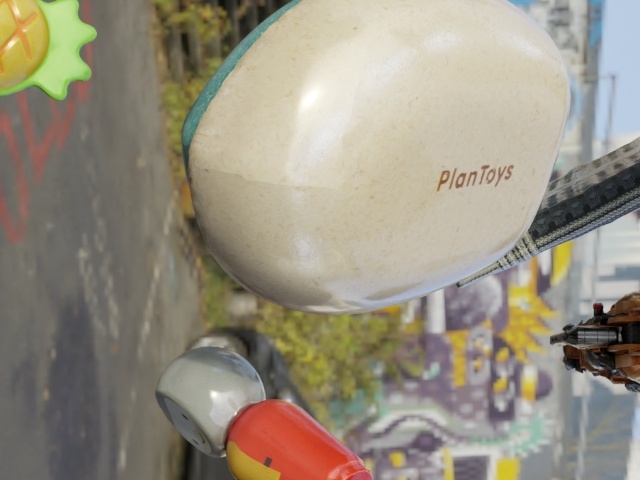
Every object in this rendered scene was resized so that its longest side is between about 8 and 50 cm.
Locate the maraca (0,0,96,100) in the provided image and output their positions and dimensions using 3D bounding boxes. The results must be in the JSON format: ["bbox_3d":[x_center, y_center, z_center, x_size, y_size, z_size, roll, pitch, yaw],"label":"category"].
[{"bbox_3d":[-0.314,-0.199,1.216,0.099,0.185,0.127,170,-72,-71],"label":"maraca"}]

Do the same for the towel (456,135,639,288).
[{"bbox_3d":[0.281,-0.046,1.242,0.056,0.312,0.324,62,14,-3],"label":"towel"}]

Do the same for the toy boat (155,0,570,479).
[{"bbox_3d":[0.000,0.000,0.689,0.267,0.148,0.318,-2,116,-51],"label":"toy boat"}]

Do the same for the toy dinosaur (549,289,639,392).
[{"bbox_3d":[0.366,0.112,1.291,0.322,0.218,0.164,-132,-132,-76],"label":"toy dinosaur"}]
